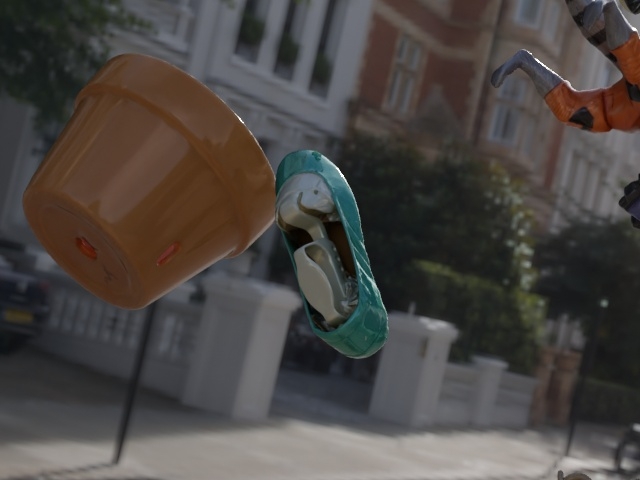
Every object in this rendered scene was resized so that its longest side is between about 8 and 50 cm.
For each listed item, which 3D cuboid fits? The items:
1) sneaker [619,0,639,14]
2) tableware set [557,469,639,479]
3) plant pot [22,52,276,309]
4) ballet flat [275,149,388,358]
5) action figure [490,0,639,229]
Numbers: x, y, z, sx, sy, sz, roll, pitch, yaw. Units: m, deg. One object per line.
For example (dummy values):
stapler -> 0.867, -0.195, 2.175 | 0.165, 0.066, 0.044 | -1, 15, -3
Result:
sneaker -> 0.416, -0.414, 1.952 | 0.094, 0.081, 0.208 | 33, -25, 54
tableware set -> 0.373, 0.379, 1.845 | 0.169, 0.141, 0.020 | -3, -29, 31
plant pot -> -0.224, -0.055, 1.695 | 0.291, 0.203, 0.291 | 30, -31, 20
ballet flat -> 0.000, 0.000, 1.384 | 0.083, 0.247, 0.087 | -30, -28, 19
action figure -> 0.408, -0.176, 1.537 | 0.330, 0.178, 0.341 | 28, -38, -17
